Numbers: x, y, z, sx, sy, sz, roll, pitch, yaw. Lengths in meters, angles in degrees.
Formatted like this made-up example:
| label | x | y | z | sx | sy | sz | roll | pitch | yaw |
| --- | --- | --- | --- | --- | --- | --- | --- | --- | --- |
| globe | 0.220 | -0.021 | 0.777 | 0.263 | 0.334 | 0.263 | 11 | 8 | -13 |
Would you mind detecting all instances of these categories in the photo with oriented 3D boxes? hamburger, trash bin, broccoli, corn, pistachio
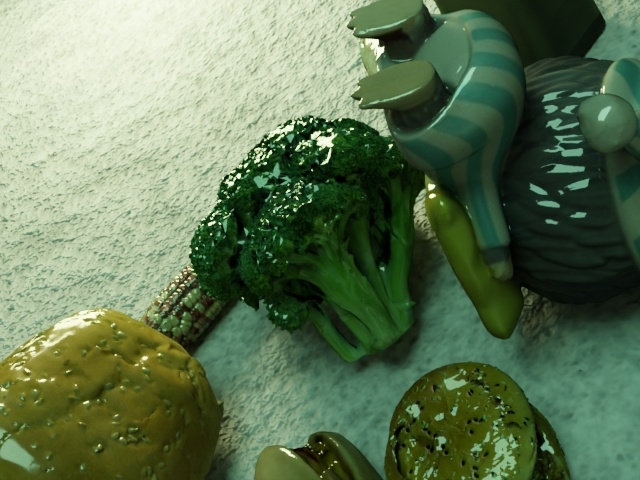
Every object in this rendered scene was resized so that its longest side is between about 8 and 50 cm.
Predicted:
| label | x | y | z | sx | sy | sz | roll | pitch | yaw |
| --- | --- | --- | --- | --- | --- | --- | --- | --- | --- |
| hamburger | -0.243 | 0.206 | 1.144 | 0.259 | 0.145 | 0.283 | 26 | 34 | 5 |
| trash bin | 0.222 | -0.319 | 1.270 | 0.164 | 0.240 | 0.122 | 25 | 74 | 44 |
| hamburger | 0.143 | 0.212 | 0.985 | 0.177 | 0.113 | 0.186 | -2 | 54 | 33 |
| broccoli | 0.000 | 0.000 | 1.184 | 0.307 | 0.275 | 0.308 | -30 | -1 | 0 |
| corn | -0.140 | 0.053 | 1.346 | 0.237 | 0.079 | 0.079 | -45 | 43 | -8 |
| pistachio | 0.007 | 0.275 | 1.034 | 0.129 | 0.131 | 0.206 | -3 | 28 | -26 |

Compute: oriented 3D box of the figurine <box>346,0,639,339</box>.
| label | x | y | z | sx | sy | sz | roll | pitch | yaw |
| --- | --- | --- | --- | --- | --- | --- | --- | --- | --- |
| figurine | 0.270 | -0.121 | 0.987 | 0.377 | 0.361 | 0.266 | -22 | 46 | 16 |

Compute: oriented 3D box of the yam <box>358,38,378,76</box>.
| label | x | y | z | sx | sy | sz | roll | pitch | yaw |
| --- | --- | --- | --- | --- | --- | --- | --- | --- | --- |
| yam | 0.142 | -0.206 | 1.325 | 0.133 | 0.133 | 0.330 | -37 | 39 | 4 |
